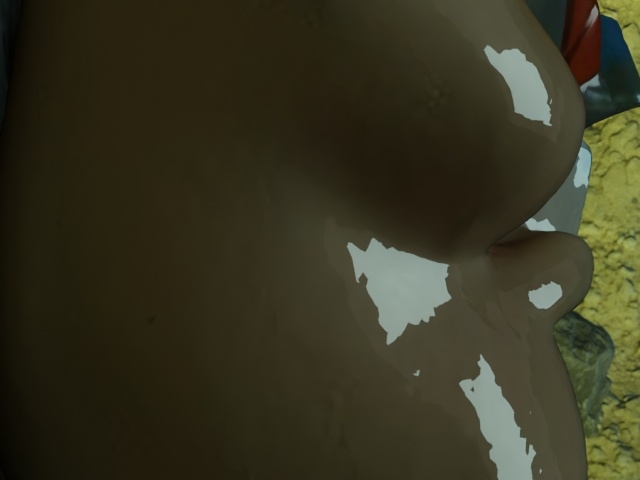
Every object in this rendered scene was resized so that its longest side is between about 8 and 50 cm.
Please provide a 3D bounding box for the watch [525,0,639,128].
[{"bbox_3d":[-0.014,-0.099,0.860,0.305,0.241,0.274,84,-13,-53],"label":"watch"}]

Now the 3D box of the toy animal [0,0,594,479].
[{"bbox_3d":[0.001,-0.004,0.604,0.195,0.213,0.256,5,-90,50],"label":"toy animal"}]
